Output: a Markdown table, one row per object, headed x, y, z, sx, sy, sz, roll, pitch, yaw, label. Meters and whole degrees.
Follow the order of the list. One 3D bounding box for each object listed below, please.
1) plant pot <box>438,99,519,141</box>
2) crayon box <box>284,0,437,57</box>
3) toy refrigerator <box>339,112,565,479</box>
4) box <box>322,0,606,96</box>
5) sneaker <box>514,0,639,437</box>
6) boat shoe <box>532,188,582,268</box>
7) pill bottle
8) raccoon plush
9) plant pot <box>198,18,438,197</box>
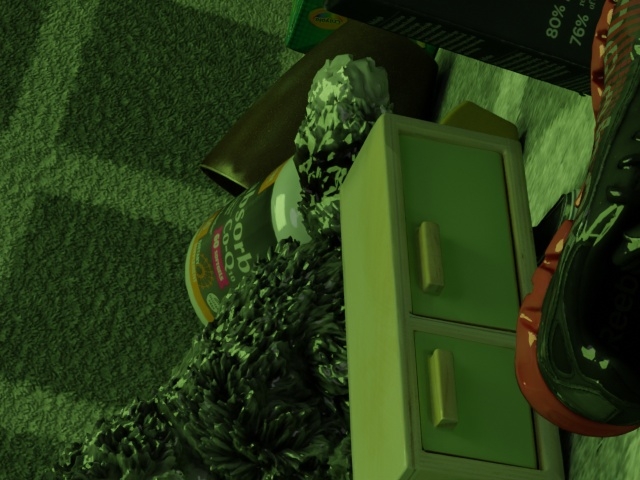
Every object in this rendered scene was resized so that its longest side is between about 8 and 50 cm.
| x | y | z | sx | sy | sz | roll | pitch | yaw | label |
| --- | --- | --- | --- | --- | --- | --- | --- | --- | --- |
| 0.116 | -0.063 | 1.482 | 0.083 | 0.081 | 0.081 | -64 | 4 | -16 | plant pot |
| 0.057 | -0.296 | 2.186 | 0.278 | 0.165 | 0.081 | -82 | 12 | -57 | crayon box |
| 0.078 | 0.052 | 1.149 | 0.094 | 0.102 | 0.270 | 119 | 157 | -48 | toy refrigerator |
| 0.122 | -0.198 | 1.213 | 0.108 | 0.207 | 0.153 | 178 | 110 | -83 | box |
| 0.171 | -0.035 | 0.870 | 0.135 | 0.097 | 0.276 | -163 | 89 | -84 | sneaker |
| 0.138 | 0.021 | 1.220 | 0.049 | 0.040 | 0.142 | -80 | 10 | -52 | boat shoe |
| 0.000 | 0.000 | 1.716 | 0.278 | 0.162 | 0.162 | -34 | 36 | 54 | pill bottle |
| -0.091 | 0.079 | 1.480 | 0.216 | 0.299 | 0.446 | 109 | 160 | -65 | raccoon plush |
| 0.023 | -0.116 | 1.970 | 0.230 | 0.215 | 0.215 | -57 | 6 | -5 | plant pot |
